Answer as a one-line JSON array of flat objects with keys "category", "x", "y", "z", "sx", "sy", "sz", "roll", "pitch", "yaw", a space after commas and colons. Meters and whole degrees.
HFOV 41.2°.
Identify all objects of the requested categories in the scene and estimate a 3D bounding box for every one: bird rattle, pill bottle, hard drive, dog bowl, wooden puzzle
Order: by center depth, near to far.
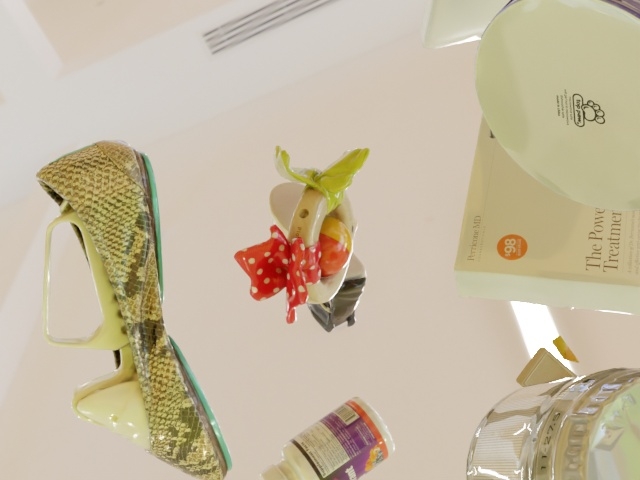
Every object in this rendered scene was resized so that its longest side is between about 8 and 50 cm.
[{"category": "dog bowl", "x": 0.296, "y": -0.162, "z": 0.882, "sx": 0.265, "sy": 0.265, "sz": 0.104, "roll": 13, "pitch": -132, "yaw": 47}, {"category": "bird rattle", "x": 0.000, "y": 0.000, "z": 1.110, "sx": 0.143, "sy": 0.207, "sz": 0.253, "roll": -2, "pitch": -118, "yaw": 20}, {"category": "wooden puzzle", "x": 0.324, "y": 0.198, "z": 1.211, "sx": 0.116, "sy": 0.078, "sz": 0.014, "roll": -41, "pitch": 172, "yaw": -16}, {"category": "hard drive", "x": 0.265, "y": -0.396, "z": 1.289, "sx": 0.203, "sy": 0.307, "sz": 0.040, "roll": -13, "pitch": -104, "yaw": -2}, {"category": "pill bottle", "x": 0.007, "y": 0.332, "z": 1.293, "sx": 0.193, "sy": 0.108, "sz": 0.108, "roll": -31, "pitch": -150, "yaw": -18}]

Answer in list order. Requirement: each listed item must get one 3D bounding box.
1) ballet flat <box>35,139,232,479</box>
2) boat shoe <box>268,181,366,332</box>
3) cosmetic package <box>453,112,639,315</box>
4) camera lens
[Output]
[{"category": "ballet flat", "x": -0.261, "y": 0.117, "z": 1.100, "sx": 0.182, "sy": 0.483, "sz": 0.164, "roll": -19, "pitch": -168, "yaw": -26}, {"category": "boat shoe", "x": -0.021, "y": 0.036, "z": 1.742, "sx": 0.127, "sy": 0.158, "sz": 0.340, "roll": -11, "pitch": -136, "yaw": -20}, {"category": "cosmetic package", "x": 0.385, "y": -0.076, "z": 1.367, "sx": 0.284, "sy": 0.097, "sz": 0.377, "roll": 3, "pitch": -122, "yaw": 19}, {"category": "camera lens", "x": 0.293, "y": 0.250, "z": 0.890, "sx": 0.219, "sy": 0.219, "sz": 0.274, "roll": -40, "pitch": 177, "yaw": -19}]
